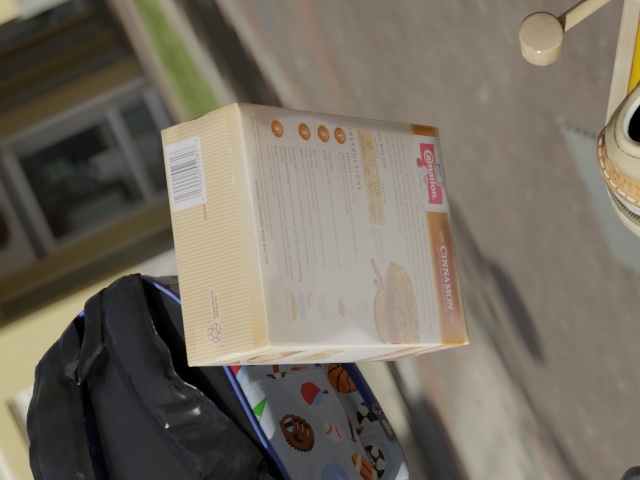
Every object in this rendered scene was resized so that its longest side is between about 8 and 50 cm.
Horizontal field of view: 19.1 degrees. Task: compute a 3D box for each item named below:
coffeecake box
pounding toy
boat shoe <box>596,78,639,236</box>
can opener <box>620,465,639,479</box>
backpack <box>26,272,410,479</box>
[{"bbox_3d":[0.000,0.000,1.149,0.185,0.068,0.142,3,-104,-48],"label":"coffeecake box"},{"bbox_3d":[0.239,-0.137,1.361,0.094,0.206,0.181,36,-117,-75],"label":"pounding toy"},{"bbox_3d":[0.292,-0.108,1.068,0.113,0.302,0.103,53,178,24],"label":"boat shoe"},{"bbox_3d":[0.178,0.282,1.222,0.074,0.280,0.093,13,164,44],"label":"can opener"},{"bbox_3d":[-0.082,0.149,1.424,0.213,0.276,0.263,-17,-106,-54],"label":"backpack"}]
